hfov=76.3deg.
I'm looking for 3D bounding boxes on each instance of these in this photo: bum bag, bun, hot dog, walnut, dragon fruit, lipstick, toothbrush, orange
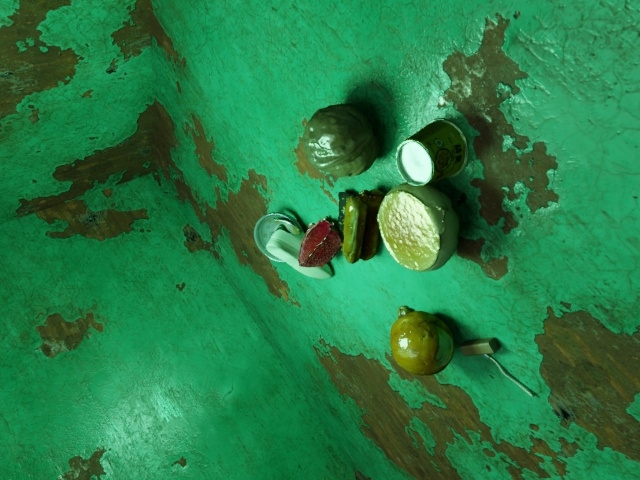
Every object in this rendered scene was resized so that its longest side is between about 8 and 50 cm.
[{"bbox_3d":[0.110,-0.103,1.692,0.106,0.060,0.233,44,144,42],"label":"bum bag"},{"bbox_3d":[0.333,-0.054,1.308,0.299,0.164,0.299,39,140,42],"label":"bun"},{"bbox_3d":[0.359,0.339,1.681,0.089,0.060,0.140,12,128,57],"label":"hot dog"},{"bbox_3d":[0.068,-0.339,1.408,0.273,0.227,0.274,28,132,36],"label":"walnut"},{"bbox_3d":[0.007,0.000,1.870,0.274,0.126,0.161,-50,39,26],"label":"dragon fruit"},{"bbox_3d":[0.558,0.376,1.435,0.045,0.045,0.145,61,150,5],"label":"lipstick"},{"bbox_3d":[0.645,0.459,1.402,0.204,0.017,0.022,41,132,31],"label":"toothbrush"},{"bbox_3d":[0.379,0.382,1.522,0.240,0.240,0.240,35,140,36],"label":"orange"},{"bbox_3d":[0.158,-0.055,1.581,0.349,0.158,0.117,91,156,-45],"label":"hot dog"}]

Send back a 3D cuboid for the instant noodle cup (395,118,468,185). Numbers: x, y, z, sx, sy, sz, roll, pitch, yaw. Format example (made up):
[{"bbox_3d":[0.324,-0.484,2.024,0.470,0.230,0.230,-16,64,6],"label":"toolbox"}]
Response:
[{"bbox_3d":[0.316,-0.249,1.199,0.182,0.144,0.182,35,141,36],"label":"instant noodle cup"}]

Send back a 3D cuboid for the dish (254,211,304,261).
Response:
[{"bbox_3d":[-0.196,-0.038,2.117,0.273,0.134,0.274,8,119,14],"label":"dish"}]

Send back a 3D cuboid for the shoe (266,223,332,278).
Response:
[{"bbox_3d":[-0.085,0.051,1.991,0.362,0.160,0.131,31,149,-22],"label":"shoe"}]
